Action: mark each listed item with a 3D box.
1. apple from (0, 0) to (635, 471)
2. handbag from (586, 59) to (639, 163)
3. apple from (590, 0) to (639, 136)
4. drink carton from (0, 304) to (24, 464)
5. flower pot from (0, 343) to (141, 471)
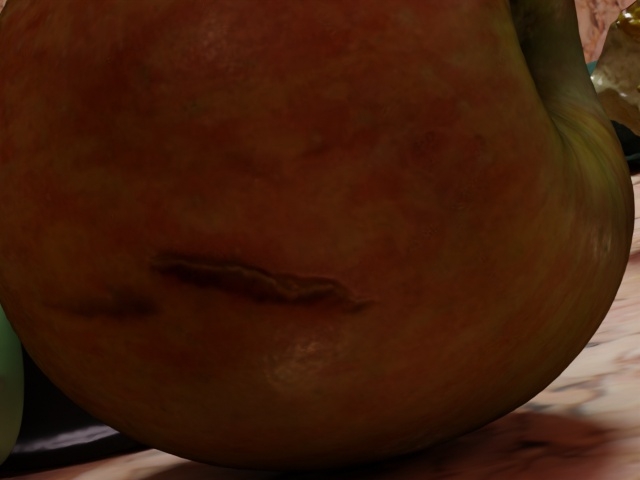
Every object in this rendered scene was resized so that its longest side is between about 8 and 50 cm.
[{"bbox_3d":[-0.012,-0.037,0.766,0.264,0.264,0.264,-11,6,1],"label":"apple"},{"bbox_3d":[0.228,-0.102,1.723,0.326,0.089,0.238,-15,9,-31],"label":"handbag"},{"bbox_3d":[0.246,-0.072,1.140,0.147,0.156,0.158,-12,35,-11],"label":"apple"},{"bbox_3d":[-0.206,0.059,0.804,0.144,0.146,0.142,-7,-1,23],"label":"drink carton"},{"bbox_3d":[-0.133,-0.009,0.948,0.235,0.148,0.235,-8,22,3],"label":"flower pot"}]
